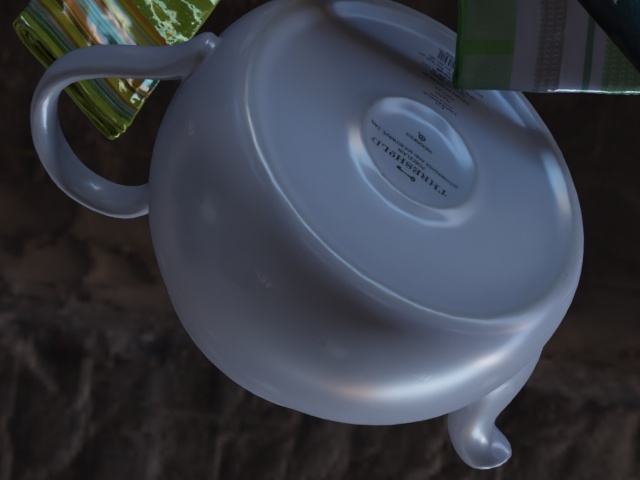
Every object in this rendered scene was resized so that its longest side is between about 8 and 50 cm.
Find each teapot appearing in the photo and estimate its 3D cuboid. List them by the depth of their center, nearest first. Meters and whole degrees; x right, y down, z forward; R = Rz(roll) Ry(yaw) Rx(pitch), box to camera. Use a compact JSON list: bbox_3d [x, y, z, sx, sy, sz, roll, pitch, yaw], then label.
[{"bbox_3d":[0.000,0.000,0.896,0.187,0.253,0.256,-45,-120,43],"label":"teapot"}]

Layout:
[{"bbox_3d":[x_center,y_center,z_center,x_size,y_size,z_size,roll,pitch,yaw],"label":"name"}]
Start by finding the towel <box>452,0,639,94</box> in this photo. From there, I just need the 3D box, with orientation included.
[{"bbox_3d":[0.148,-0.130,0.864,0.023,0.152,0.113,-105,-165,-71],"label":"towel"}]

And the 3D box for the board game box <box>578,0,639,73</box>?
[{"bbox_3d":[0.100,-0.140,0.512,0.186,0.026,0.126,56,-40,32],"label":"board game box"}]

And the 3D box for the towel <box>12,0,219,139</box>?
[{"bbox_3d":[-0.111,-0.180,1.106,0.021,0.102,0.237,-14,-145,44],"label":"towel"}]
